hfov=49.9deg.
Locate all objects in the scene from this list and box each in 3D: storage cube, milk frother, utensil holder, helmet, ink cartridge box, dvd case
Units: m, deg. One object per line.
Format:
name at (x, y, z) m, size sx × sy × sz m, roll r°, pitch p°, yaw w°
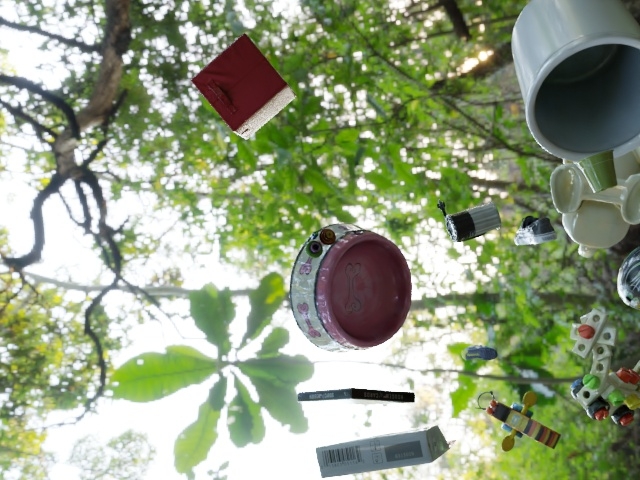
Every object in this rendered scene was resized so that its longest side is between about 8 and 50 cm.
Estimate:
storage cube at (-0.203, -0.414, 1.875) m, size 0.183 × 0.193 × 0.215 m, roll 50°, pitch -175°, yaw 3°
milk frother at (0.419, -0.074, 1.969) m, size 0.129 × 0.135 × 0.143 m, roll 105°, pitch 147°, yaw -76°
utensil holder at (0.660, -0.437, 1.728) m, size 0.385 × 0.328 × 0.327 m, roll -82°, pitch -24°, yaw -49°
helmet at (0.866, 0.087, 1.793) m, size 0.161 × 0.169 × 0.169 m, roll 96°, pitch -170°, yaw -48°
ink cartridge box at (0.197, 0.569, 1.920) m, size 0.385 × 0.308 × 0.091 m, roll 19°, pitch -122°, yaw -68°
dvd case at (0.080, 0.370, 1.629) m, size 0.179 × 0.239 × 0.029 m, roll 11°, pitch -109°, yaw -29°

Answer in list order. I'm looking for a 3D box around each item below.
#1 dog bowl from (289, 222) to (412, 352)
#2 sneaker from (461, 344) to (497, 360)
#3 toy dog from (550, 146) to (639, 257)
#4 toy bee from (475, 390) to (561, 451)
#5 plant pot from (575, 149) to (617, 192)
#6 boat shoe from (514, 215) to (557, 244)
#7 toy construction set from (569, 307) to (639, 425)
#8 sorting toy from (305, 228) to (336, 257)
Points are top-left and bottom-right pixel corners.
dog bowl at (0.111, 0.149, 2.093) m, size 0.408 × 0.150 × 0.408 m, roll 0°, pitch -90°, yaw -36°
sneaker at (0.609, 0.422, 2.617) m, size 0.059 × 0.144 × 0.053 m, roll -23°, pitch -76°, yaw -48°
toy dog at (0.881, -0.183, 2.099) m, size 0.408 × 0.285 × 0.395 m, roll -57°, pitch -39°, yaw -46°
toy bee at (0.596, 0.570, 2.185) m, size 0.162 × 0.298 × 0.195 m, roll 31°, pitch -116°, yaw -46°
plant pot at (0.620, -0.150, 1.527) m, size 0.083 × 0.083 × 0.079 m, roll -7°, pitch -101°, yaw -67°
boat shoe at (0.580, -0.032, 1.885) m, size 0.228 × 0.080 × 0.076 m, roll -14°, pitch -90°, yaw -87°
toy construction set at (0.658, 0.283, 1.474) m, size 0.328 × 0.215 × 0.151 m, roll 26°, pitch -158°, yaw -22°
sorting toy at (0.000, 0.000, 1.910) m, size 0.102 × 0.061 × 0.042 m, roll -44°, pitch -2°, yaw -21°
